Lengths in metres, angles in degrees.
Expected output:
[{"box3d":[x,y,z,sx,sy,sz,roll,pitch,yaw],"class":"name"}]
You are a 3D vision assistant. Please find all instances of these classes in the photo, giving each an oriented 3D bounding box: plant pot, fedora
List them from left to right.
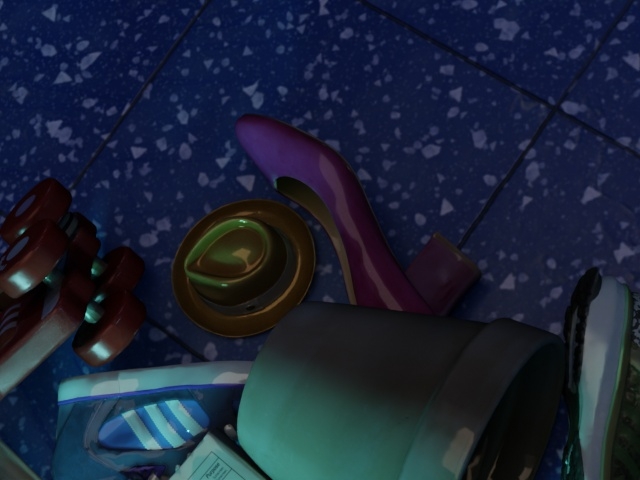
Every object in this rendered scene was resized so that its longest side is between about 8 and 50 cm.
[{"box3d":[-0.105,0.025,1.955,0.194,0.079,0.194,-6,71,16],"class":"fedora"},{"box3d":[0.073,0.204,1.704,0.280,0.323,0.323,21,80,22],"class":"plant pot"}]

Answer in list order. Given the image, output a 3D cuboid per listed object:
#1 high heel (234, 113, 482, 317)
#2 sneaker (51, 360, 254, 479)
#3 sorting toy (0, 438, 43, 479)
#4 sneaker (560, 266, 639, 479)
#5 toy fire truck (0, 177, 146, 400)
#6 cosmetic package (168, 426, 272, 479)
[{"box3d":[0.000,0.000,1.900,0.377,0.127,0.181,37,78,22],"class":"high heel"},{"box3d":[-0.165,0.270,1.879,0.322,0.130,0.236,-5,81,11],"class":"sneaker"},{"box3d":[-0.430,0.336,1.891,0.193,0.038,0.208,45,57,-2],"class":"sorting toy"},{"box3d":[0.361,0.233,1.716,0.182,0.158,0.410,4,78,0],"class":"sneaker"},{"box3d":[-0.361,0.084,1.933,0.254,0.169,0.302,-41,22,12],"class":"toy fire truck"},{"box3d":[-0.053,0.368,1.750,0.309,0.113,0.160,41,88,4],"class":"cosmetic package"}]
